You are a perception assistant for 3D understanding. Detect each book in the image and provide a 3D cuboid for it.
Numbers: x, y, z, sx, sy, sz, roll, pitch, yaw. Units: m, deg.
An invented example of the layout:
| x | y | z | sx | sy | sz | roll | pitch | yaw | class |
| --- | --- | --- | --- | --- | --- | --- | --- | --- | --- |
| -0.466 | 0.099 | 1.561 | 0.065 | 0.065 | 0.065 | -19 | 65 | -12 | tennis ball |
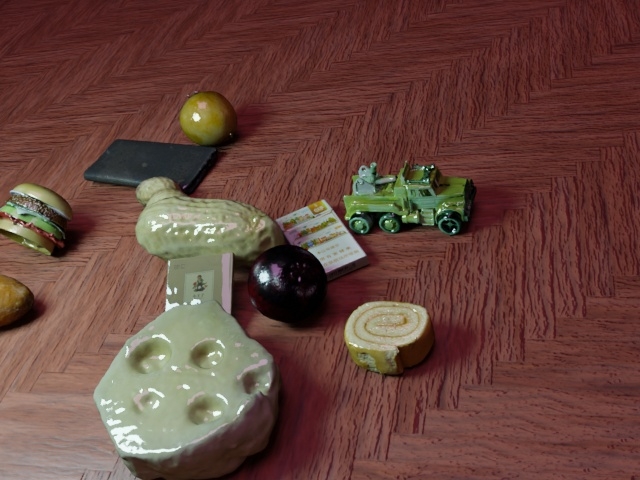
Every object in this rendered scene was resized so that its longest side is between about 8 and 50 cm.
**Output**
| x | y | z | sx | sy | sz | roll | pitch | yaw | class |
| --- | --- | --- | --- | --- | --- | --- | --- | --- | --- |
| -0.233 | 0.120 | 1.466 | 0.138 | 0.016 | 0.198 | -6 | 63 | 12 | book |

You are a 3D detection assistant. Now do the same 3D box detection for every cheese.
| x | y | z | sx | sy | sz | roll | pitch | yaw | class |
| --- | --- | --- | --- | --- | --- | --- | --- | --- | --- |
| -0.212 | 0.245 | 1.278 | 0.318 | 0.115 | 0.326 | 0 | 48 | 20 | cheese |

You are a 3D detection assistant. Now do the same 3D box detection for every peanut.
| x | y | z | sx | sy | sz | roll | pitch | yaw | class |
| --- | --- | --- | --- | --- | --- | --- | --- | --- | --- |
| -0.224 | -0.012 | 1.576 | 0.313 | 0.152 | 0.152 | 2 | 42 | 11 | peanut |
| -0.358 | -0.088 | 1.762 | 0.104 | 0.085 | 0.228 | -30 | 39 | -12 | peanut |

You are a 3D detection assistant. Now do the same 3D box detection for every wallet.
| x | y | z | sx | sy | sz | roll | pitch | yaw | class |
| --- | --- | --- | --- | --- | --- | --- | --- | --- | --- |
| -0.428 | -0.188 | 1.940 | 0.321 | 0.044 | 0.170 | 9 | 46 | 23 | wallet |

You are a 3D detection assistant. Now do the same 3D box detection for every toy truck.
| x | y | z | sx | sy | sz | roll | pitch | yaw | class |
| --- | --- | --- | --- | --- | --- | --- | --- | --- | --- |
| 0.177 | -0.097 | 1.554 | 0.259 | 0.135 | 0.128 | 5 | 44 | 19 | toy truck |

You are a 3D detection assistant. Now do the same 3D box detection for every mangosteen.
| x | y | z | sx | sy | sz | roll | pitch | yaw | class |
| --- | --- | --- | --- | --- | --- | --- | --- | --- | --- |
| -0.064 | 0.083 | 1.428 | 0.152 | 0.152 | 0.152 | -9 | 39 | 8 | mangosteen |

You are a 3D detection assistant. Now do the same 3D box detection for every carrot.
| x | y | z | sx | sy | sz | roll | pitch | yaw | class |
| --- | --- | --- | --- | --- | --- | --- | --- | --- | --- |
| -0.708 | 0.130 | 1.594 | 0.225 | 0.159 | 0.159 | 4 | 41 | 3 | carrot |

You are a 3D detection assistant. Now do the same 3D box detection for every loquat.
| x | y | z | sx | sy | sz | roll | pitch | yaw | class |
| --- | --- | --- | --- | --- | --- | --- | --- | --- | --- |
| -0.287 | -0.311 | 1.957 | 0.163 | 0.137 | 0.163 | 20 | 45 | -22 | loquat |

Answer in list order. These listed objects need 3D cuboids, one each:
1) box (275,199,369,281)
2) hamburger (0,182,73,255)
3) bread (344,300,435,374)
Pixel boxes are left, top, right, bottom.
| x | y | z | sx | sy | sz | roll | pitch | yaw | class |
| --- | --- | --- | --- | --- | --- | --- | --- | --- | --- |
| 0.000 | 0.001 | 1.576 | 0.122 | 0.032 | 0.220 | -24 | 40 | -10 | box |
| -0.645 | -0.054 | 1.743 | 0.175 | 0.175 | 0.137 | 12 | 69 | 30 | hamburger |
| 0.118 | 0.168 | 1.312 | 0.149 | 0.073 | 0.122 | 3 | 48 | 25 | bread |
